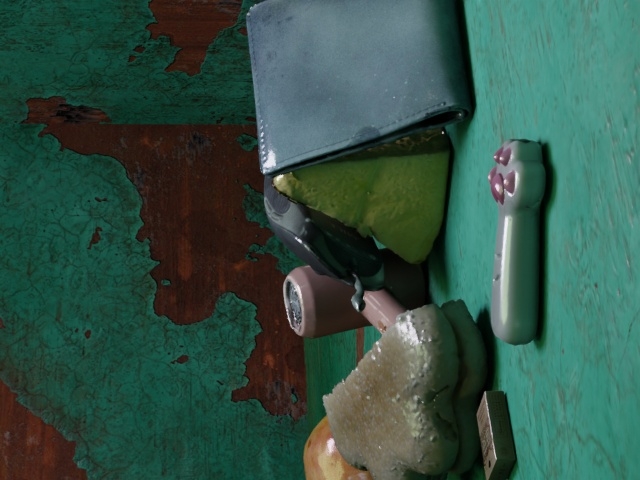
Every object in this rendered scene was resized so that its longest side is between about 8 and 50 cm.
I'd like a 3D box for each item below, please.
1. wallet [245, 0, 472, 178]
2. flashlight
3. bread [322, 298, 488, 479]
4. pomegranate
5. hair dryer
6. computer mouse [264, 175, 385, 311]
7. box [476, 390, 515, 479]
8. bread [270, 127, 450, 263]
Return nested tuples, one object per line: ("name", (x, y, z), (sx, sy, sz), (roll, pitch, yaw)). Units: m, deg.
("wallet", (0.042, -0.225, 1.649), (0.054, 0.290, 0.251), (42, -143, -56))
("flashlight", (0.187, 0.003, 1.268), (0.093, 0.047, 0.201), (-126, 37, -80))
("bread", (0.107, 0.209, 1.575), (0.337, 0.102, 0.183), (125, 133, -56))
("pomegranate", (0.069, 0.313, 1.810), (0.191, 0.191, 0.191), (180, 90, -84))
("hair dryer", (0.088, 0.110, 1.763), (0.344, 0.189, 0.107), (-138, 40, -62))
("computer mouse", (0.000, 0.000, 1.773), (0.090, 0.167, 0.379), (-52, 28, 20))
("box", (0.186, 0.208, 1.400), (0.053, 0.024, 0.083), (97, 172, -52))
("bread", (0.037, -0.094, 1.809), (0.263, 0.236, 0.198), (-100, 12, -60))
